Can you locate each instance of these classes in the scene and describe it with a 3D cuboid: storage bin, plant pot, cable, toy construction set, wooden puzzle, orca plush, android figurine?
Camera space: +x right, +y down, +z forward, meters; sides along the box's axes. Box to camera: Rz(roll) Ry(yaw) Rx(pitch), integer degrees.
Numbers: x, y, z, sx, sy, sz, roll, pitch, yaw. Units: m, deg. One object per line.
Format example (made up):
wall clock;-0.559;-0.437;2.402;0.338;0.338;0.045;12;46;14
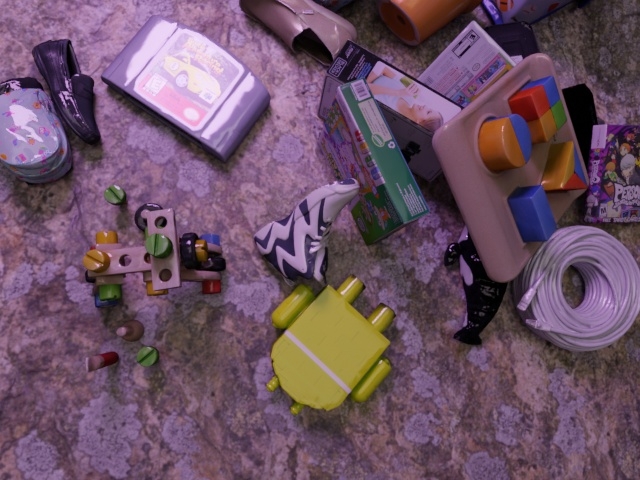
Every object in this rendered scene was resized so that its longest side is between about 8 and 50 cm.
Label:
storage bin;0.415;-0.378;1.007;0.122;0.084;0.180;-13;82;-10
plant pot;0.228;-0.531;0.959;0.205;0.205;0.188;43;94;0
cable;0.532;0.100;0.942;0.257;0.089;0.257;29;80;-7
toy construction set;-0.306;0.071;0.750;0.257;0.237;0.309;19;79;-5
wooden puzzle;0.390;-0.141;0.841;0.348;0.080;0.322;-38;111;-25
orca plush;0.328;0.066;0.913;0.151;0.102;0.287;25;78;-4
android figurine;0.016;0.204;0.869;0.248;0.056;0.273;42;77;0

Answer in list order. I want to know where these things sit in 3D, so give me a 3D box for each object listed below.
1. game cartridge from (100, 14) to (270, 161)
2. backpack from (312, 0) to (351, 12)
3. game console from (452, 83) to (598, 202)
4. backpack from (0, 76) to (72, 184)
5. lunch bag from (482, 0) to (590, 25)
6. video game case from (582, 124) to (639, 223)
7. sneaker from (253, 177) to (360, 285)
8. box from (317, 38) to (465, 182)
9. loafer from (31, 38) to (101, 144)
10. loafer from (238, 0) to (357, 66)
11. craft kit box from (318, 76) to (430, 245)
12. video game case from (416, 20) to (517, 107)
game cartridge;-0.260;-0.317;0.915;0.294;0.060;0.196;33;74;-2
backpack;0.040;-0.600;0.901;0.225;0.253;0.191;-38;88;-13
game console;0.437;-0.170;0.963;0.361;0.044;0.213;-25;108;-7
backpack;-0.540;-0.192;0.822;0.152;0.115;0.182;-29;89;-14
lunch bag;0.566;-0.653;0.949;0.385;0.328;0.239;-30;89;-15
video game case;0.692;-0.144;0.992;0.232;0.042;0.210;-2;100;-14
sneaker;0.000;0.000;0.841;0.235;0.094;0.153;-32;84;15
box;0.144;-0.246;0.898;0.290;0.169;0.087;31;77;2
loafer;-0.471;-0.289;0.866;0.078;0.076;0.223;-27;82;-4
loafer;-0.054;-0.452;0.941;0.268;0.102;0.092;22;73;-5
craft kit box;0.084;-0.127;0.836;0.061;0.246;0.250;-24;85;-8
video game case;0.307;-0.309;0.956;0.193;0.023;0.212;46;111;1
